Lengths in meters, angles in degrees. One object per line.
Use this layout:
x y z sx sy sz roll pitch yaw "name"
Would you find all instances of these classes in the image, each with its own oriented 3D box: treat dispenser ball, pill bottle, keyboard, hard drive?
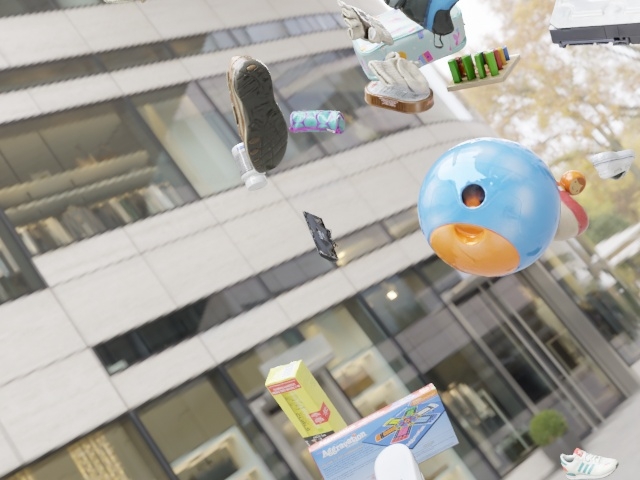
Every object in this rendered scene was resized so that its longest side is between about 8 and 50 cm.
0.344 -0.068 1.776 0.288 0.288 0.288 -35 -15 -11 "treat dispenser ball"
-0.214 -0.226 2.646 0.078 0.137 0.078 -19 -13 -5 "pill bottle"
0.000 0.000 2.443 0.100 0.192 0.038 23 -59 -35 "keyboard"
0.592 -0.518 1.673 0.064 0.237 0.338 53 -130 -47 "hard drive"

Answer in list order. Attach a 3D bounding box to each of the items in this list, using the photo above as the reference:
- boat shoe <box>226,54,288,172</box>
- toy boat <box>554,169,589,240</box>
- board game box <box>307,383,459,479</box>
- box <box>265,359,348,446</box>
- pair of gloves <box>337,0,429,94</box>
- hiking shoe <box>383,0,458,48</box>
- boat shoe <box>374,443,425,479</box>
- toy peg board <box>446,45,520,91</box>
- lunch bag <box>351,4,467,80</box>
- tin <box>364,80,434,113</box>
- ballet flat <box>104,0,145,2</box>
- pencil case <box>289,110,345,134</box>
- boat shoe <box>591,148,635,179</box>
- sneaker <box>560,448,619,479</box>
-0.167 -0.333 2.234 0.123 0.120 0.323 -22 -51 -19 "boat shoe"
0.554 -0.113 2.030 0.151 0.231 0.151 -26 -28 -7 "toy boat"
0.129 0.414 1.755 0.281 0.145 0.027 -26 21 -5 "board game box"
-0.025 0.374 1.928 0.087 0.232 0.058 -19 27 25 "box"
0.139 -0.405 1.844 0.042 0.240 0.204 -42 -22 28 "pair of gloves"
0.225 -0.434 1.253 0.304 0.132 0.113 -47 12 31 "hiking shoe"
0.146 0.437 1.345 0.095 0.258 0.084 -24 -55 19 "boat shoe"
0.423 -0.472 2.294 0.161 0.079 0.160 -5 30 34 "toy peg board"
0.221 -0.512 2.164 0.279 0.224 0.107 -22 -58 3 "lunch bag"
0.201 -0.372 2.215 0.106 0.190 0.040 -42 -41 -41 "tin"
-0.404 -0.472 1.589 0.206 0.073 0.067 2 -59 -30 "ballet flat"
-0.009 -0.338 2.494 0.064 0.152 0.070 70 -150 -50 "pencil case"
0.792 -0.199 2.345 0.083 0.075 0.226 -16 -4 42 "boat shoe"
0.723 0.601 2.349 0.161 0.075 0.057 -23 7 45 "sneaker"
